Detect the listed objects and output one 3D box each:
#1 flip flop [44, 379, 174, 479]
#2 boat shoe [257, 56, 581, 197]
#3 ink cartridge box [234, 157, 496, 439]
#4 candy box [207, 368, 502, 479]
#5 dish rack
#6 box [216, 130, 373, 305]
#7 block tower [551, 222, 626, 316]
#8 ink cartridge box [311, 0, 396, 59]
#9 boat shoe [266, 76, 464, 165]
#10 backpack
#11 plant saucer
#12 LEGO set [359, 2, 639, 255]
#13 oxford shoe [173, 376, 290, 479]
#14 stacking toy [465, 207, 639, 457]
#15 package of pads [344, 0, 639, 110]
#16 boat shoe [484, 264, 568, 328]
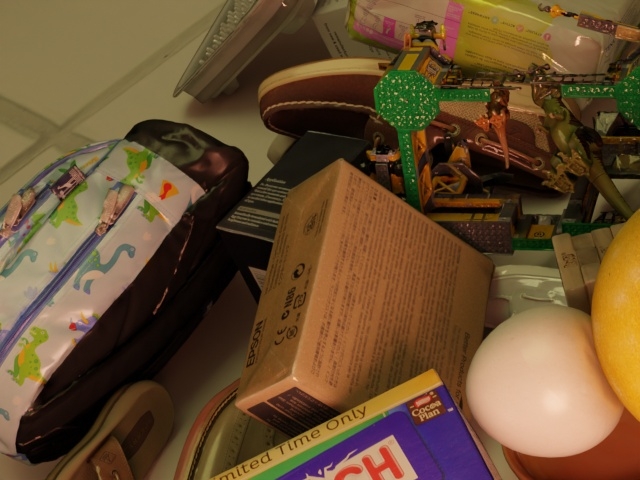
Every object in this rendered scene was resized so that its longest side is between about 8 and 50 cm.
[{"bbox_3d":[-0.191,0.239,1.445,0.080,0.112,0.277,5,37,22],"label":"flip flop"},{"bbox_3d":[0.096,-0.104,1.611,0.342,0.123,0.123,8,67,4],"label":"boat shoe"},{"bbox_3d":[0.044,0.078,1.339,0.088,0.193,0.235,-30,35,42],"label":"ink cartridge box"},{"bbox_3d":[0.038,0.282,1.118,0.268,0.122,0.317,-28,41,2],"label":"candy box"},{"bbox_3d":[-0.062,-0.327,2.051,0.333,0.072,0.285,-35,26,56],"label":"dish rack"},{"bbox_3d":[0.000,0.000,1.565,0.093,0.156,0.158,14,50,43],"label":"box"},{"bbox_3d":[0.367,0.016,1.270,0.335,0.097,0.091,-13,27,7],"label":"block tower"},{"bbox_3d":[0.152,-0.329,1.964,0.278,0.117,0.201,-14,34,25],"label":"ink cartridge box"},{"bbox_3d":[0.097,-0.142,1.759,0.324,0.116,0.097,-30,72,-20],"label":"boat shoe"},{"bbox_3d":[-0.246,0.061,1.581,0.273,0.290,0.355,24,68,4],"label":"backpack"},{"bbox_3d":[0.248,0.148,1.273,0.200,0.037,0.200,-20,32,13],"label":"plant saucer"},{"bbox_3d":[0.215,-0.108,1.449,0.331,0.255,0.192,-6,28,23],"label":"LEGO set"},{"bbox_3d":[-0.021,0.176,1.372,0.130,0.123,0.348,3,45,31],"label":"oxford shoe"},{"bbox_3d":[0.320,0.042,1.115,0.480,0.350,0.351,-20,31,29],"label":"stacking toy"},{"bbox_3d":[0.197,-0.264,1.705,0.296,0.101,0.229,20,38,16],"label":"package of pads"},{"bbox_3d":[0.204,0.068,1.407,0.184,0.066,0.063,5,43,29],"label":"boat shoe"}]
